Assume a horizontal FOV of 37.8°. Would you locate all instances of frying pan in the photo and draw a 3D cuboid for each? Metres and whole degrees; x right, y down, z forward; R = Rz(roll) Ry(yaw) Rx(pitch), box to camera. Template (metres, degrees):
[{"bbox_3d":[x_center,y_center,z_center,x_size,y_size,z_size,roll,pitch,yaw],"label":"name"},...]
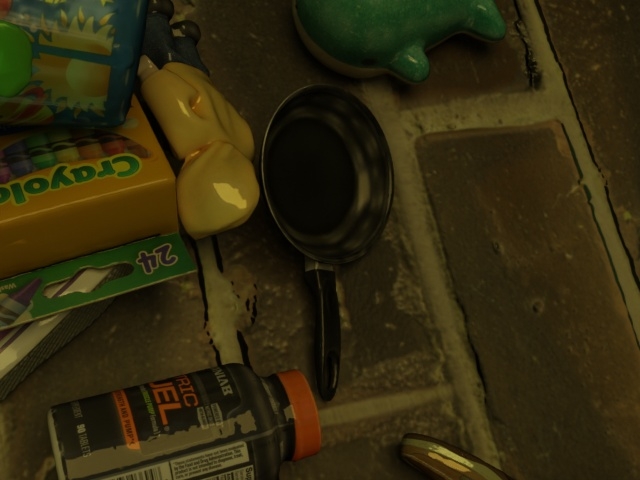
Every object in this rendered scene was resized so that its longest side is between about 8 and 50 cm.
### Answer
[{"bbox_3d":[0.020,-0.010,1.037,0.197,0.053,0.326,-21,101,-41],"label":"frying pan"}]

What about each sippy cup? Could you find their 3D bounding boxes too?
[{"bbox_3d":[-0.271,-0.200,0.837,0.223,0.240,0.306,10,57,-11],"label":"sippy cup"}]

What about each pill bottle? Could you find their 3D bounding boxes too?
[{"bbox_3d":[-0.125,0.192,0.888,0.245,0.130,0.131,-12,73,-18],"label":"pill bottle"}]

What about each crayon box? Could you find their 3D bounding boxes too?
[{"bbox_3d":[-0.270,-0.081,0.923,0.203,0.083,0.323,-17,53,-19],"label":"crayon box"}]

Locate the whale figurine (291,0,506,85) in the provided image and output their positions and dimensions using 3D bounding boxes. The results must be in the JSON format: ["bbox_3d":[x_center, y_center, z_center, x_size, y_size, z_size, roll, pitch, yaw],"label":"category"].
[{"bbox_3d":[0.104,-0.296,1.124,0.271,0.141,0.216,-4,70,-16],"label":"whale figurine"}]

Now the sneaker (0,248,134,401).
[{"bbox_3d":[-0.317,0.050,0.914,0.161,0.102,0.282,44,66,9],"label":"sneaker"}]

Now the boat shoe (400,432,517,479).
[{"bbox_3d":[0.161,0.267,0.967,0.189,0.068,0.072,28,77,-2],"label":"boat shoe"}]

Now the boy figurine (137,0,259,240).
[{"bbox_3d":[-0.132,-0.123,0.993,0.092,0.177,0.285,-30,63,14],"label":"boy figurine"}]
